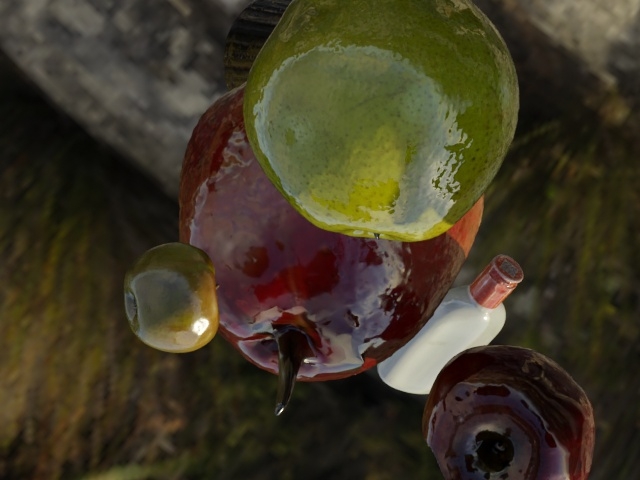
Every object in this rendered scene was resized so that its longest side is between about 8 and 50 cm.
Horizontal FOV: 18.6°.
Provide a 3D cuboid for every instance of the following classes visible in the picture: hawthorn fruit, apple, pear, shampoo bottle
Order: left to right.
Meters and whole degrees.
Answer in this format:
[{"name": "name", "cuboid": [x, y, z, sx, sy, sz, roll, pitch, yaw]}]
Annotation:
[{"name": "apple", "cuboid": [-0.116, 0.047, 1.567, 0.089, 0.074, 0.090, 170, 90, -70]}, {"name": "hawthorn fruit", "cuboid": [0.000, 0.000, 1.793, 0.284, 0.369, 0.285, 12, 145, 8]}, {"name": "pear", "cuboid": [0.042, -0.097, 1.373, 0.198, 0.198, 0.198, 21, 139, 20]}, {"name": "shampoo bottle", "cuboid": [0.160, 0.099, 2.285, 0.108, 0.051, 0.221, 12, 136, -31]}, {"name": "apple", "cuboid": [0.175, 0.165, 1.769, 0.156, 0.158, 0.147, 16, 105, 15]}]

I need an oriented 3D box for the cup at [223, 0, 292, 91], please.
[{"name": "cup", "cuboid": [0.016, -0.223, 2.118, 0.166, 0.239, 0.177, 33, 175, -19]}]
